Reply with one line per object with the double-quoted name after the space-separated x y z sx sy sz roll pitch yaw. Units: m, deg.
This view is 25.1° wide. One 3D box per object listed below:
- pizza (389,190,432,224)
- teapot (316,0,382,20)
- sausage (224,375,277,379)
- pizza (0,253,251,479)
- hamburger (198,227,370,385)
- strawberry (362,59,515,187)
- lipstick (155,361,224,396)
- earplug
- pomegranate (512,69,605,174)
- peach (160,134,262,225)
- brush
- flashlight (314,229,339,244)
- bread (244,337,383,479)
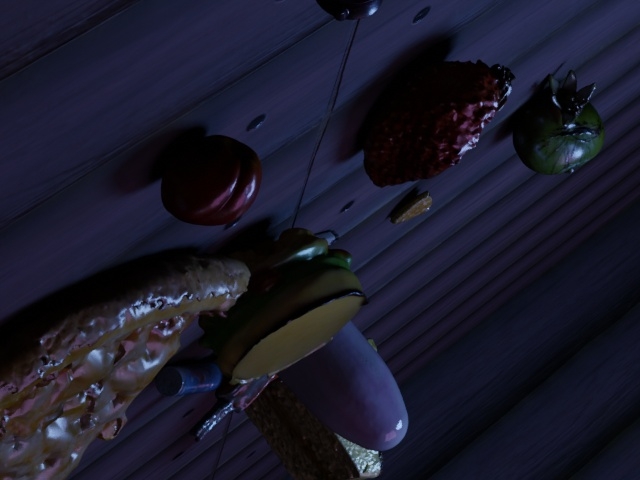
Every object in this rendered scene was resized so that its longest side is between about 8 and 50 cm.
0.154 -0.057 2.346 0.083 0.025 0.078 -39 163 22 "pizza"
0.029 -0.246 1.344 0.045 0.068 0.100 104 2 -64 "teapot"
-0.069 0.186 2.398 0.274 0.074 0.074 -29 162 -40 "sausage"
-0.294 0.163 1.659 0.435 0.080 0.392 -50 159 5 "pizza"
-0.062 0.075 1.920 0.237 0.149 0.237 -30 161 -11 "hamburger"
0.131 -0.161 1.831 0.236 0.107 0.175 -44 -157 13 "strawberry"
-0.197 0.209 2.174 0.048 0.048 0.158 -44 166 12 "lipstick"
0.015 0.193 2.163 0.172 0.301 0.172 -38 165 -12 "earplug"
0.404 -0.195 2.393 0.152 0.131 0.191 -31 156 -25 "pomegranate"
-0.114 -0.059 1.480 0.101 0.100 0.100 -38 166 -11 "peach"
-0.096 0.200 2.284 0.323 0.051 0.070 -47 -153 -24 "brush"
0.000 0.000 2.119 0.018 0.018 0.083 -50 164 25 "flashlight"
0.017 0.307 2.532 0.198 0.236 0.263 -30 -175 -32 "bread"
